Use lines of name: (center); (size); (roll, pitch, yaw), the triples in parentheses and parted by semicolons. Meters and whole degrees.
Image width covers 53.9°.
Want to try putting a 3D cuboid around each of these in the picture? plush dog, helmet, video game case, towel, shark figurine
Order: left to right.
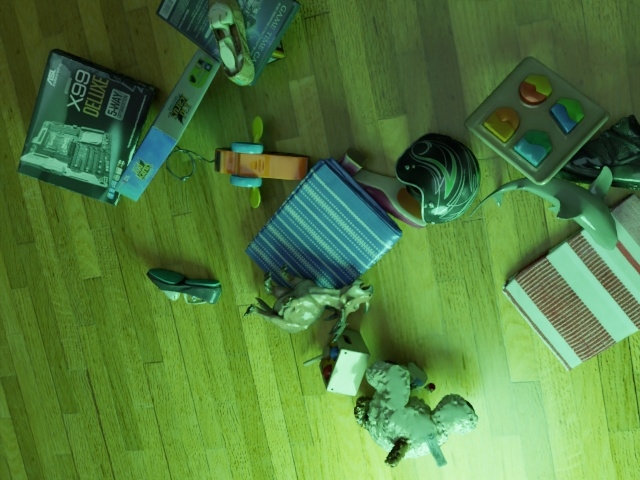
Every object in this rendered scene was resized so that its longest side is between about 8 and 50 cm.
video game case: (-0.332, -0.243, 1.357); (0.061, 0.244, 0.269); (32, 143, -18)
video game case: (-0.199, -0.485, 1.319); (0.274, 0.026, 0.196); (38, 111, 8)
towel: (0.000, 0.000, 1.423); (0.243, 0.040, 0.336); (45, 123, 1)
plush dog: (0.184, 0.414, 1.391); (0.262, 0.225, 0.211); (26, 66, 6)
helmet: (0.246, -0.122, 1.287); (0.161, 0.169, 0.169); (45, 111, 23)
shark figurine: (0.442, -0.072, 1.213); (0.278, 0.116, 0.166); (20, 135, 20)
towel: (0.575, 0.090, 1.291); (0.329, 0.037, 0.237); (-40, 88, 21)

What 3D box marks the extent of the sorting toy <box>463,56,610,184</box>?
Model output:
sorting toy: (0.417, -0.238, 1.223); (0.193, 0.038, 0.208); (-47, 69, 1)

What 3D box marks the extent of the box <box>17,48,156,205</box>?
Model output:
box: (-0.559, -0.268, 1.510); (0.242, 0.076, 0.307); (20, 108, -15)

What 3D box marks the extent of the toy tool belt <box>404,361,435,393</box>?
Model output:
toy tool belt: (0.219, 0.322, 1.446); (0.083, 0.052, 0.051); (42, 135, 3)

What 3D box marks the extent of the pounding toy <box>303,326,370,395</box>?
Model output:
pounding toy: (0.034, 0.276, 1.455); (0.100, 0.141, 0.130); (14, 106, -15)

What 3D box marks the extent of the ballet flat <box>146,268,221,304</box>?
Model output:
ballet flat: (-0.344, 0.121, 1.572); (0.203, 0.074, 0.074); (10, 103, 13)

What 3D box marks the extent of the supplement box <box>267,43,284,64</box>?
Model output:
supplement box: (-0.159, -0.481, 1.376); (0.080, 0.104, 0.188); (-17, 95, 21)

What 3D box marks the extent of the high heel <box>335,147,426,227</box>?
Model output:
high heel: (0.120, -0.093, 1.393); (0.244, 0.082, 0.117); (36, 141, -6)

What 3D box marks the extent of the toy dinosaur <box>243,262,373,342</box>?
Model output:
toy dinosaur: (-0.040, 0.159, 1.428); (0.200, 0.127, 0.295); (36, 142, -27)

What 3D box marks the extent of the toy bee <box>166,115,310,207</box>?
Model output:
toy bee: (-0.177, -0.191, 1.431); (0.298, 0.162, 0.195); (23, 100, -14)

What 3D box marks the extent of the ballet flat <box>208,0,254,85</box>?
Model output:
ballet flat: (-0.188, -0.418, 1.279); (0.073, 0.067, 0.206); (-19, 94, 23)

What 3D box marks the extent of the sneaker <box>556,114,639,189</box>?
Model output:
sneaker: (0.541, -0.177, 1.229); (0.227, 0.087, 0.130); (11, 81, 32)
